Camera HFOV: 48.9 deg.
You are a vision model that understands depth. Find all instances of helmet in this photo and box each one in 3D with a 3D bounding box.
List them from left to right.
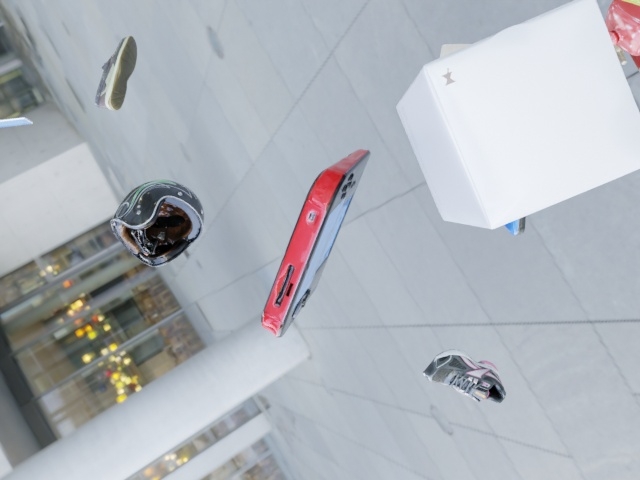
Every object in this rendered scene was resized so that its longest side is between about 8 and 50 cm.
[{"bbox_3d":[-0.323,-0.045,1.431,0.169,0.161,0.169,32,151,21],"label":"helmet"}]

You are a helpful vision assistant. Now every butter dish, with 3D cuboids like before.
[{"bbox_3d":[0.704,-0.488,1.604,0.160,0.118,0.160,54,174,28],"label":"butter dish"}]

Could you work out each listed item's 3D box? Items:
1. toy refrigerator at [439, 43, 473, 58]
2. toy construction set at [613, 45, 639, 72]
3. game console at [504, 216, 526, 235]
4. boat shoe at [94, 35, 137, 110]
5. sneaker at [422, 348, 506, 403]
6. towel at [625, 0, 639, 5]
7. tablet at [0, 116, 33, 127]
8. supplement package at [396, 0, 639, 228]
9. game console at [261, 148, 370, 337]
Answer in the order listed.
[{"bbox_3d":[0.291,-0.274,1.476,0.102,0.269,0.094,4,158,19],"label":"toy refrigerator"},{"bbox_3d":[0.791,-0.469,1.985,0.257,0.309,0.237,92,171,-54],"label":"toy construction set"},{"bbox_3d":[0.391,-0.200,1.317,0.250,0.174,0.293,-111,11,-55],"label":"game console"},{"bbox_3d":[-0.557,-0.456,1.905,0.080,0.074,0.223,61,-144,-68],"label":"boat shoe"},{"bbox_3d":[0.271,0.251,1.270,0.072,0.178,0.077,-62,32,25],"label":"sneaker"},{"bbox_3d":[0.331,-0.370,0.879,0.237,0.021,0.102,21,127,6],"label":"towel"},{"bbox_3d":[-0.626,-0.236,1.411,0.054,0.083,0.006,161,100,-85],"label":"tablet"},{"bbox_3d":[0.209,-0.127,0.801,0.293,0.178,0.175,-64,-49,-86],"label":"supplement package"},{"bbox_3d":[0.000,0.000,1.531,0.060,0.342,0.386,27,112,10],"label":"game console"}]
